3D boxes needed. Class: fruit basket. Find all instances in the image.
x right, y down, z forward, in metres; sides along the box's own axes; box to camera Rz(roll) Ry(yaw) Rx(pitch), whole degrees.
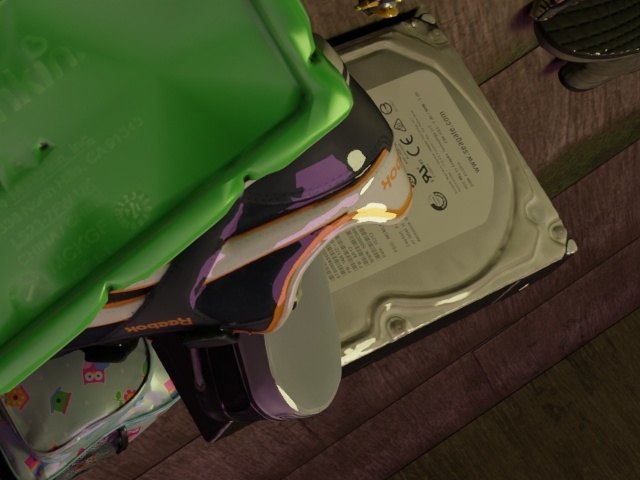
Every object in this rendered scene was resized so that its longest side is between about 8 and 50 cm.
[{"bbox_3d":[-0.203,-0.073,0.840,0.392,0.392,0.283,-33,123,-3],"label":"fruit basket"}]

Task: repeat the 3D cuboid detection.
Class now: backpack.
[{"bbox_3d":[-0.194,0.092,1.325,0.188,0.166,0.144,-29,171,-23],"label":"backpack"}]

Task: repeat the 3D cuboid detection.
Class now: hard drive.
[{"bbox_3d":[0.005,-0.021,1.262,0.339,0.237,0.064,-23,166,-28],"label":"hard drive"}]

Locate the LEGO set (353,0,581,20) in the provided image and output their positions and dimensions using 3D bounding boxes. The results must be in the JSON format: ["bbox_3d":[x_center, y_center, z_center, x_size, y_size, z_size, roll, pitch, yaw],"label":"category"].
[{"bbox_3d":[0.178,-0.193,1.088,0.255,0.192,0.331,-15,-178,40],"label":"LEGO set"}]

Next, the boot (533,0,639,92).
[{"bbox_3d":[0.274,-0.185,1.582,0.246,0.083,0.161,-20,163,-34],"label":"boot"}]

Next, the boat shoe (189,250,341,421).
[{"bbox_3d":[-0.063,-0.031,1.110,0.105,0.306,0.113,-9,-176,35],"label":"boat shoe"}]

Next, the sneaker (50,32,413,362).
[{"bbox_3d":[-0.093,0.014,0.978,0.321,0.126,0.127,-29,121,21],"label":"sneaker"}]
